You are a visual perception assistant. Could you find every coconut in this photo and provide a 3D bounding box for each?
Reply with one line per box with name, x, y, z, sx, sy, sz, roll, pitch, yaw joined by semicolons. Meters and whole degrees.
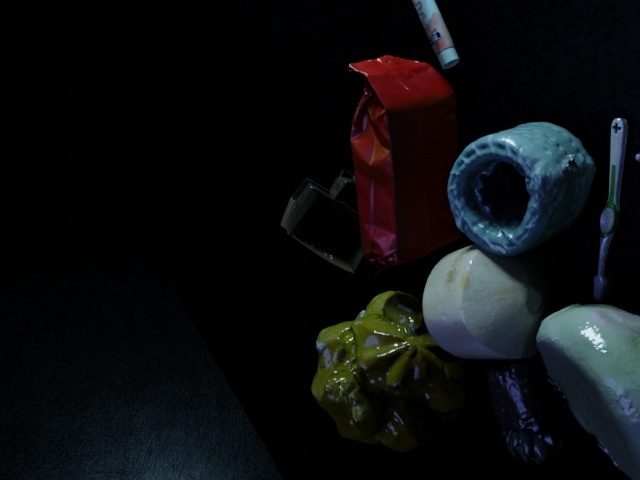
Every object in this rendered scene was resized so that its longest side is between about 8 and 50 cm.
coconut;0.310;0.112;1.124;0.241;0.241;0.241;38;138;43

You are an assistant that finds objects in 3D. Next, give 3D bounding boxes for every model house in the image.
model house;0.033;-0.072;1.539;0.204;0.211;0.243;-58;11;7

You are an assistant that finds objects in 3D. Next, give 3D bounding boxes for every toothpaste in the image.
toothpaste;0.202;-0.416;1.152;0.056;0.036;0.205;-39;71;62

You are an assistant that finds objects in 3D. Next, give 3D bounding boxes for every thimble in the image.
thimble;0.332;-0.089;1.029;0.235;0.143;0.198;-31;82;61

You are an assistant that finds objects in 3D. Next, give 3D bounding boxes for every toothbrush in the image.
toothbrush;0.452;-0.041;0.973;0.030;0.030;0.304;27;130;51

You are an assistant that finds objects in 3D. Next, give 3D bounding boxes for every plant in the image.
plant;0.402;0.316;1.188;0.129;0.132;0.194;-25;82;64

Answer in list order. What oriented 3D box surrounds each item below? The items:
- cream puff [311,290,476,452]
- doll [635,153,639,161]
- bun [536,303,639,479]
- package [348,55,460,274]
cream puff;0.164;0.283;1.337;0.275;0.378;0.378;-163;55;-81
doll;0.486;-0.150;0.815;0.161;0.059;0.160;6;112;57
bun;0.475;0.206;0.941;0.293;0.187;0.293;57;177;5
package;0.166;-0.143;1.220;0.123;0.196;0.423;20;124;48
